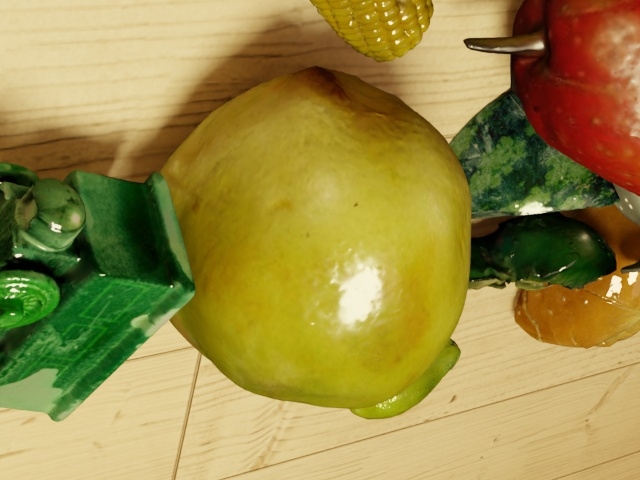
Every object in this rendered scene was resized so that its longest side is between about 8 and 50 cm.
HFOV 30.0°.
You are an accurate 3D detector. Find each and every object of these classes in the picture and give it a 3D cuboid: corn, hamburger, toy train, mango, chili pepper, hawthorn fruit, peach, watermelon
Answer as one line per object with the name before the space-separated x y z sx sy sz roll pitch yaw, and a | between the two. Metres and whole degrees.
corn | -0.002 -0.280 0.995 0.120 0.120 0.363 -39 141 -1
hamburger | 0.374 0.036 1.550 0.144 0.156 0.283 3 126 -39
toy train | -0.259 0.042 1.040 0.202 0.145 0.266 13 137 -41
mango | 0.106 0.175 1.521 0.165 0.091 0.074 -24 127 -17
chili pepper | 0.220 0.024 1.439 0.264 0.116 0.148 -15 160 3
hawthorn fruit | 0.319 -0.180 1.215 0.369 0.284 0.284 5 125 -17
peach | 0.003 0.006 1.139 0.314 0.281 0.315 14 108 -38
watermelon | 0.227 -0.049 1.391 0.207 0.136 0.202 -32 136 14

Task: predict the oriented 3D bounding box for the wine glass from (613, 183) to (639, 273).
wine glass | 0.385 -0.073 1.413 0.103 0.103 0.222 -12 91 -30
